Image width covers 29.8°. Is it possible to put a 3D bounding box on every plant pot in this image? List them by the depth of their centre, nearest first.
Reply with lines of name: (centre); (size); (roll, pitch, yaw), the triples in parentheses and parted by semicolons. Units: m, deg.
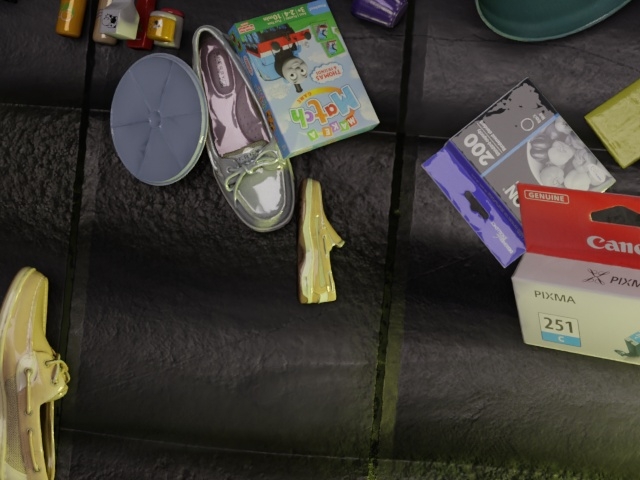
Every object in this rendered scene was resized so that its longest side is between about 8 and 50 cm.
plant pot: (0.323, -0.456, 1.703); (0.293, 0.293, 0.196); (-23, 58, 6)

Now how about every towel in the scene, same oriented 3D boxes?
towel: (0.517, -0.211, 1.778); (0.237, 0.021, 0.102); (-35, 78, 5)

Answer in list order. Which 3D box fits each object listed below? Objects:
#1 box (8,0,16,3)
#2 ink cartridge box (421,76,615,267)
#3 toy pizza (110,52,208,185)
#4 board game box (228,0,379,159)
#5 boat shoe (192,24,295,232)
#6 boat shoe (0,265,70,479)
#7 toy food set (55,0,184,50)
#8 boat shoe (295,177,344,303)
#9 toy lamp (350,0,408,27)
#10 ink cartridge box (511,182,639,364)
box: (-0.584, -0.505, 1.893); (0.261, 0.103, 0.184); (20, 93, 8)
ink cartridge box: (0.291, -0.101, 1.788); (0.208, 0.045, 0.206); (-40, 84, 5)
toy pizza: (-0.242, -0.184, 1.835); (0.201, 0.032, 0.201); (3, 95, 36)
board game box: (-0.024, -0.244, 1.803); (0.160, 0.039, 0.211); (-21, 85, -25)
boat shoe: (-0.125, -0.167, 1.815); (0.118, 0.103, 0.320); (-16, 85, 6)
boat shoe: (-0.436, 0.210, 1.837); (0.110, 0.121, 0.341); (8, 98, 3)
toy food set: (-0.290, -0.354, 1.834); (0.232, 0.111, 0.104); (8, 88, 39)
boat shoe: (0.000, 0.000, 1.817); (0.072, 0.068, 0.190); (0, 97, -5)
toy lamp: (0.008, -0.414, 1.825); (0.275, 0.080, 0.080); (36, 92, 10)
ink cartridge box: (0.408, 0.056, 1.631); (0.296, 0.261, 0.066); (8, 45, 28)
